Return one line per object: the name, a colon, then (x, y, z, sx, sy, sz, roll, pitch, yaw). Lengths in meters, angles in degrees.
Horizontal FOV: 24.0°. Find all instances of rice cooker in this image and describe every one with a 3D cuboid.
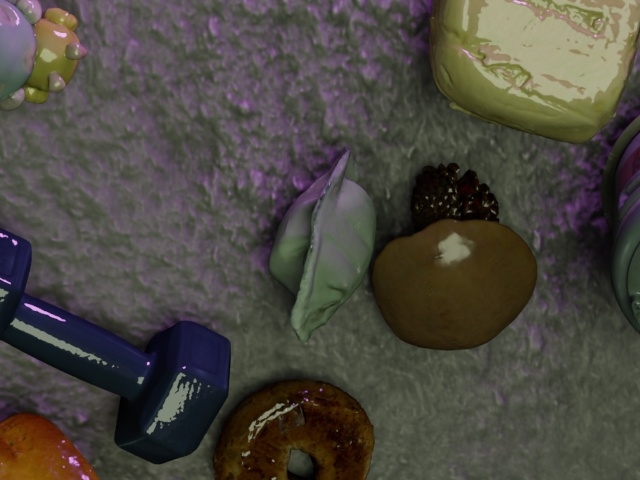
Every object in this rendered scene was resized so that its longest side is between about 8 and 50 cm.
rice cooker: (0.448, -0.022, 1.682, 0.264, 0.316, 0.317, 32, 92, -9)

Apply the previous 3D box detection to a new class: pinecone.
pinecone: (0.149, -0.034, 1.697, 0.102, 0.102, 0.109, -53, 138, 0)

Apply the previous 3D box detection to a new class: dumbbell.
dumbbell: (-0.258, 0.112, 1.579, 0.325, 0.144, 0.160, 28, 92, -19)

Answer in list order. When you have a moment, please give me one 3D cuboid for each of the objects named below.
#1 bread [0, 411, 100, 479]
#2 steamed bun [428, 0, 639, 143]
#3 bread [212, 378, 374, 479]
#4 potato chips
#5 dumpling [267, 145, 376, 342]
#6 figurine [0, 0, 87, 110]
bread: (-0.294, 0.303, 1.559, 0.145, 0.268, 0.268, -33, 110, -23)
steamed bun: (0.233, -0.254, 1.631, 0.232, 0.166, 0.273, 13, 93, -6)
bread: (-0.031, 0.241, 1.719, 0.193, 0.064, 0.193, -6, 110, -18)
potato chips: (0.152, 0.064, 1.682, 0.195, 0.062, 0.208, 4, 132, -16)
dumpling: (-0.009, 0.000, 1.634, 0.152, 0.108, 0.219, 22, 77, -55)
figurine: (-0.311, -0.183, 1.445, 0.155, 0.235, 0.127, 25, 95, -20)
